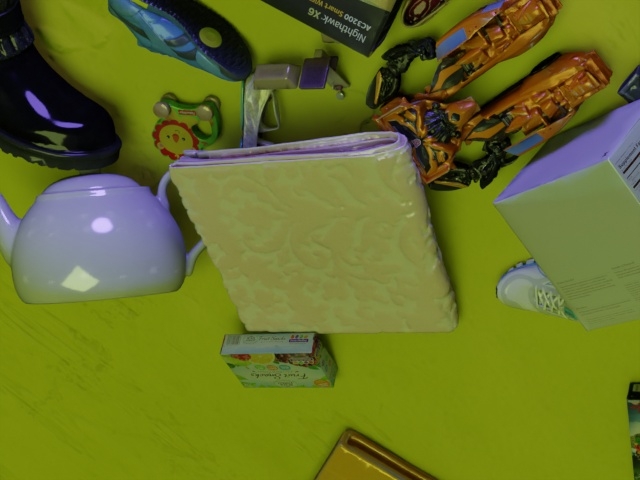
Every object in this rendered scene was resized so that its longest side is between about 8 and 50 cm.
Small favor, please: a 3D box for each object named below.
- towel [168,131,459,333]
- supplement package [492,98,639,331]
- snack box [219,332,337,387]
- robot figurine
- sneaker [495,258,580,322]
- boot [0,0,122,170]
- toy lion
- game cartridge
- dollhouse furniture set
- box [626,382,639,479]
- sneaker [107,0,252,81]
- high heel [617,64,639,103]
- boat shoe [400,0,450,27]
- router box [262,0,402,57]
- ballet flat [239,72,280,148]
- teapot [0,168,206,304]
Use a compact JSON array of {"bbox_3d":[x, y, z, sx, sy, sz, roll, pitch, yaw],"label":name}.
[{"bbox_3d":[0.000,0.000,1.686,0.316,0.053,0.332,-2,135,20],"label":"towel"},{"bbox_3d":[0.354,-0.030,1.502,0.203,0.149,0.194,52,145,-11],"label":"supplement package"},{"bbox_3d":[-0.059,0.171,1.835,0.141,0.037,0.100,-2,146,21],"label":"snack box"},{"bbox_3d":[0.188,-0.175,1.557,0.291,0.085,0.211,-33,101,31],"label":"robot figurine"},{"bbox_3d":[0.313,0.071,1.644,0.190,0.083,0.071,-1,118,22],"label":"sneaker"},{"bbox_3d":[-0.399,-0.261,1.698,0.348,0.131,0.260,26,122,6],"label":"boot"},{"bbox_3d":[-0.181,-0.148,1.741,0.100,0.034,0.096,5,125,17],"label":"toy lion"},{"bbox_3d":[0.089,0.469,1.960,0.285,0.053,0.324,31,125,2],"label":"game cartridge"},{"bbox_3d":[-0.020,-0.217,1.647,0.114,0.091,0.081,2,162,28],"label":"dollhouse furniture set"},{"bbox_3d":[0.525,0.265,1.691,0.233,0.044,0.159,-2,116,21],"label":"box"},{"bbox_3d":[-0.182,-0.264,1.663,0.209,0.069,0.082,35,139,-2],"label":"sneaker"},{"bbox_3d":[0.481,-0.188,1.438,0.186,0.093,0.261,40,133,-2],"label":"high heel"},{"bbox_3d":[0.143,-0.301,1.530,0.050,0.045,0.135,37,123,-2],"label":"boat shoe"},{"bbox_3d":[-0.019,-0.396,1.518,0.308,0.081,0.243,28,123,4],"label":"router box"},{"bbox_3d":[-0.081,-0.137,1.694,0.052,0.057,0.168,8,120,5],"label":"ballet flat"},{"bbox_3d":[-0.298,-0.015,1.753,0.252,0.256,0.187,-4,90,41],"label":"teapot"}]
